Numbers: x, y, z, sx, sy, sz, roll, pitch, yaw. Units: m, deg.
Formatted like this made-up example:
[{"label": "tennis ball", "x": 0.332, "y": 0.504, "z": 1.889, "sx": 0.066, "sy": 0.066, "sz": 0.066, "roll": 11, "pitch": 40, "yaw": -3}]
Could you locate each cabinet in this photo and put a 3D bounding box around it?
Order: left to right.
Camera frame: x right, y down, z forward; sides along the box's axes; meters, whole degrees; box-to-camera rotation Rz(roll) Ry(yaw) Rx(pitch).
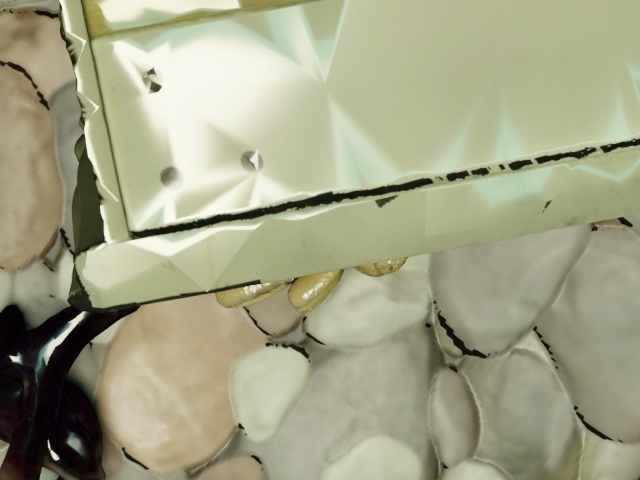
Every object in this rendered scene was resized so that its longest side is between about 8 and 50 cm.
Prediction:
[{"label": "cabinet", "x": 0.023, "y": -0.180, "z": 0.668, "sx": 0.290, "sy": 0.227, "sz": 0.318, "roll": -11, "pitch": 107, "yaw": -2}]

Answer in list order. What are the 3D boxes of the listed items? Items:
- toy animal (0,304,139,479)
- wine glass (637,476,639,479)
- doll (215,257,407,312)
[{"label": "toy animal", "x": -0.034, "y": 0.152, "z": 0.811, "sx": 0.324, "sy": 0.090, "sz": 0.195, "roll": 30, "pitch": 87, "yaw": -4}, {"label": "wine glass", "x": 0.170, "y": 0.214, "z": 0.727, "sx": 0.309, "sy": 0.096, "sz": 0.264, "roll": -41, "pitch": 56, "yaw": -12}, {"label": "doll", "x": -0.003, "y": -0.003, "z": 0.814, "sx": 0.093, "sy": 0.051, "sz": 0.061, "roll": -10, "pitch": 68, "yaw": -1}]
